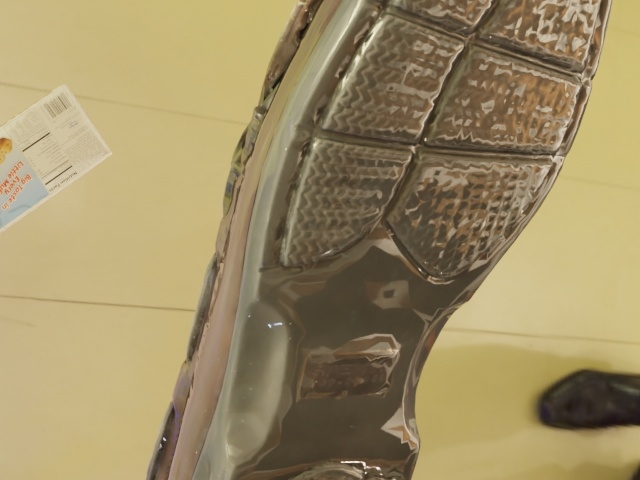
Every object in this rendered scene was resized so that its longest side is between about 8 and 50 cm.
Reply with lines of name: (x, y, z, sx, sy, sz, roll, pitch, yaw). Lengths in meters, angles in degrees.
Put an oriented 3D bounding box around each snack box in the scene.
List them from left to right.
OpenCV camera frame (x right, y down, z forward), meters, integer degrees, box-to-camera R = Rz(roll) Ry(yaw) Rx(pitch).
snack box: (-0.241, -0.040, 0.869, 0.178, 0.022, 0.064, -39, 109, -23)

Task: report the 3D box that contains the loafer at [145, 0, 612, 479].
loafer: (0.000, 0.000, 0.409, 0.109, 0.095, 0.302, 8, 109, -36)
